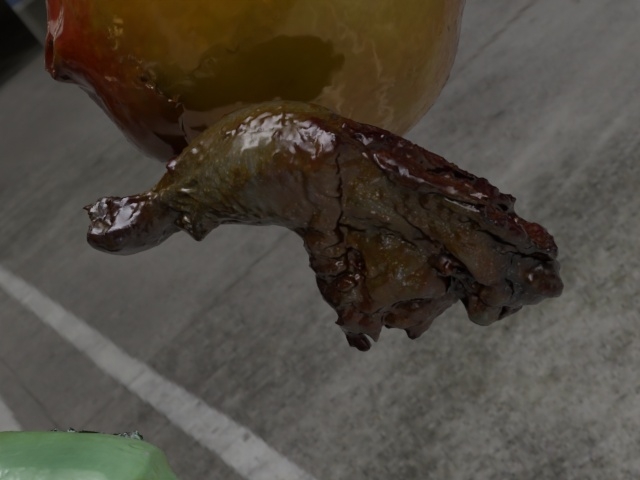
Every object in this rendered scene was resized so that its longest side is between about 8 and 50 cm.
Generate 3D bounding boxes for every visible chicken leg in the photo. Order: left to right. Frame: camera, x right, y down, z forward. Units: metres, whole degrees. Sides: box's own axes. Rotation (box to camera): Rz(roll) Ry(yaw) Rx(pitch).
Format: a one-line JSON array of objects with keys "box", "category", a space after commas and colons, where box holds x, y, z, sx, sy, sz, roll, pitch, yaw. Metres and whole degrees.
[{"box": [0.000, -0.010, 0.727, 0.083, 0.322, 0.177, -70, 0, -52], "category": "chicken leg"}]

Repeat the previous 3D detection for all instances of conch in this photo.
[{"box": [-0.214, 0.231, 0.959, 0.250, 0.137, 0.143, 25, 88, 29], "category": "conch"}]

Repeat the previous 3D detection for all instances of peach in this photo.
[{"box": [-0.046, -0.219, 0.865, 0.372, 0.373, 0.290, -45, 35, -17], "category": "peach"}]
